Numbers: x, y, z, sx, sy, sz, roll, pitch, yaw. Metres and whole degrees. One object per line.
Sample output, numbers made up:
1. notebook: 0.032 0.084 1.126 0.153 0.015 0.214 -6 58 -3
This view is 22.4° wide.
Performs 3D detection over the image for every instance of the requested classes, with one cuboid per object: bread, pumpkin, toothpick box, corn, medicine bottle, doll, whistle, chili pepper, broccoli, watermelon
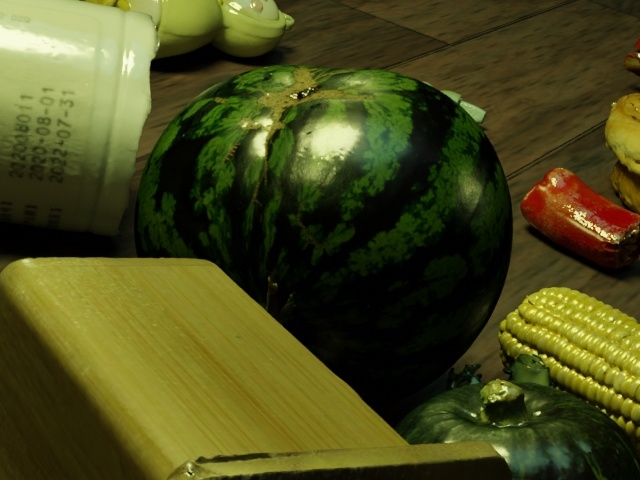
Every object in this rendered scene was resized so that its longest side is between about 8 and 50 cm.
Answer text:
1. bread: 0.415 -0.077 1.706 0.236 0.120 0.198 10 22 -9
2. pumpkin: 0.119 0.152 1.012 0.167 0.125 0.167 14 29 -8
3. toothpick box: -0.068 0.135 0.891 0.187 0.190 0.308 -1 22 -30
4. corn: 0.235 0.111 1.194 0.093 0.093 0.244 -5 23 -38
5. medicine bottle: -0.310 -0.118 1.298 0.332 0.190 0.190 9 24 -12
6. doll: -0.145 -0.264 1.814 0.296 0.117 0.141 -7 34 -40
7. whistle: 0.139 -0.155 1.835 0.100 0.035 0.035 20 24 11
8. chili pepper: 0.254 -0.021 1.555 0.123 0.070 0.073 34 74 32
9. broccoli: 0.142 0.125 1.134 0.095 0.092 0.097 20 -3 -43
10. watermelon: 0.002 -0.003 1.136 0.269 0.269 0.269 12 23 -5

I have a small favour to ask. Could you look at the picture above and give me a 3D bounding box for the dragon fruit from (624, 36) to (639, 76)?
1. dragon fruit: 0.459 -0.232 2.105 0.126 0.112 0.068 6 10 -17
